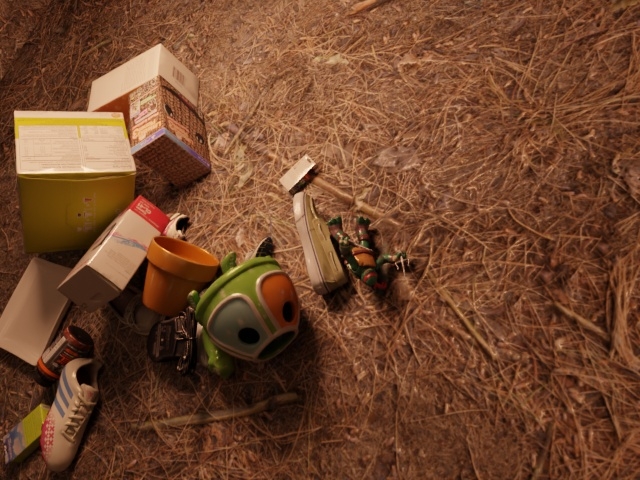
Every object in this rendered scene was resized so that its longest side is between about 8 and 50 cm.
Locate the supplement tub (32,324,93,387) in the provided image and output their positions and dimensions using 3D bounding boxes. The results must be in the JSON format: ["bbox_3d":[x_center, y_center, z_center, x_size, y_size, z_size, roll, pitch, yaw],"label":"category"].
[{"bbox_3d":[-0.829,0.375,1.869,0.198,0.106,0.106,-49,50,3],"label":"supplement tub"}]

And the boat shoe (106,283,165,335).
[{"bbox_3d":[-0.597,0.196,1.813,0.320,0.103,0.118,29,83,40],"label":"boat shoe"}]

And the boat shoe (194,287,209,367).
[{"bbox_3d":[-0.315,0.249,1.632,0.076,0.083,0.226,-38,45,47],"label":"boat shoe"}]

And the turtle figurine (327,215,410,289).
[{"bbox_3d":[0.105,0.032,1.421,0.118,0.175,0.234,-58,36,26],"label":"turtle figurine"}]

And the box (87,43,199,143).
[{"bbox_3d":[-0.655,-0.536,2.168,0.345,0.215,0.168,-18,57,25],"label":"box"}]

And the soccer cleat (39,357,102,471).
[{"bbox_3d":[-0.730,0.504,1.728,0.143,0.116,0.331,-17,57,25],"label":"soccer cleat"}]

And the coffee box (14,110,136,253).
[{"bbox_3d":[-0.812,-0.196,1.930,0.334,0.338,0.337,63,146,38],"label":"coffee box"}]

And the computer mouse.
[{"bbox_3d":[-0.400,0.285,1.631,0.272,0.072,0.188,-14,70,50],"label":"computer mouse"}]

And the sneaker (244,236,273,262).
[{"bbox_3d":[-0.188,0.042,1.665,0.058,0.052,0.135,27,82,44],"label":"sneaker"}]

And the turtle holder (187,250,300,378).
[{"bbox_3d":[-0.197,0.199,1.467,0.320,0.243,0.227,-38,68,-1],"label":"turtle holder"}]

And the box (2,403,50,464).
[{"bbox_3d":[-0.922,0.614,1.841,0.178,0.042,0.109,-41,50,8],"label":"box"}]

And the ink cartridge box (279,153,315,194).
[{"bbox_3d":[-0.062,-0.195,1.722,0.115,0.029,0.063,-44,50,5],"label":"ink cartridge box"}]

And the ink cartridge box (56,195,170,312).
[{"bbox_3d":[-0.613,0.041,1.750,0.226,0.131,0.306,-29,26,40],"label":"ink cartridge box"}]

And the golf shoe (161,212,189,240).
[{"bbox_3d":[-0.481,-0.006,1.868,0.086,0.067,0.186,2,67,32],"label":"golf shoe"}]

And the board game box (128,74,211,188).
[{"bbox_3d":[-0.510,-0.365,1.972,0.141,0.232,0.291,-28,54,18],"label":"board game box"}]

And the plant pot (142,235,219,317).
[{"bbox_3d":[-0.424,0.113,1.700,0.205,0.205,0.188,30,100,40],"label":"plant pot"}]

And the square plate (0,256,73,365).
[{"bbox_3d":[-1.010,0.247,2.092,0.344,0.049,0.347,10,72,36],"label":"square plate"}]

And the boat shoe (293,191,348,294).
[{"bbox_3d":[0.000,0.000,1.545,0.094,0.109,0.302,-18,65,6],"label":"boat shoe"}]
